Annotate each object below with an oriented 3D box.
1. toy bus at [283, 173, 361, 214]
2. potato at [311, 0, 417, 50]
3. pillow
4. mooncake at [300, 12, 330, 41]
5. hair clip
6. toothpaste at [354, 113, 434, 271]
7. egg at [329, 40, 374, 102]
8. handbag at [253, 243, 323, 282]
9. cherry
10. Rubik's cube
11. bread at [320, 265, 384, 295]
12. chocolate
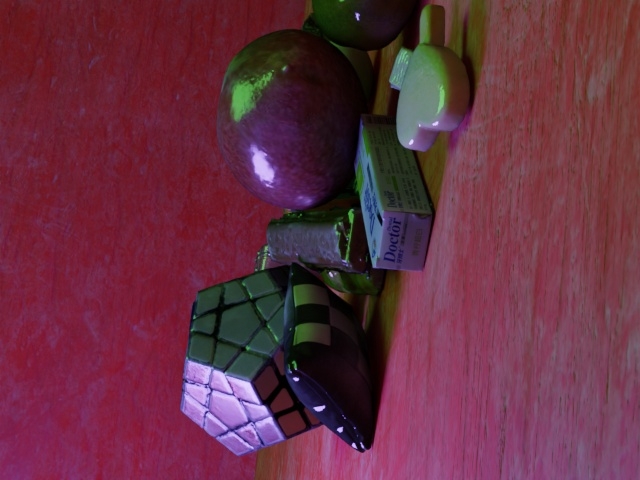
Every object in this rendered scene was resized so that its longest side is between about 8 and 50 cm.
[{"bbox_3d":[0.001,-0.058,2.032,0.329,0.143,0.153,-110,18,-75],"label":"toy bus"},{"bbox_3d":[0.064,-0.360,1.692,0.251,0.159,0.174,-128,21,-69],"label":"potato"},{"bbox_3d":[0.009,0.159,1.671,0.186,0.106,0.250,52,-161,-27],"label":"pillow"},{"bbox_3d":[0.000,-0.287,2.291,0.254,0.136,0.250,-91,13,-49],"label":"mooncake"},{"bbox_3d":[0.127,-0.185,1.345,0.218,0.071,0.159,-114,34,-71],"label":"hair clip"},{"bbox_3d":[0.089,-0.072,1.537,0.336,0.067,0.081,-95,10,-64],"label":"toothpaste"},{"bbox_3d":[0.035,-0.276,2.037,0.114,0.114,0.152,-98,19,-67],"label":"egg"},{"bbox_3d":[-0.057,0.060,2.359,0.193,0.151,0.072,114,165,-77],"label":"handbag"},{"bbox_3d":[-0.043,-0.180,1.726,0.307,0.221,0.261,66,-155,-70],"label":"cherry"},{"bbox_3d":[-0.085,0.189,1.913,0.319,0.264,0.318,-173,90,-84],"label":"Rubik's cube"},{"bbox_3d":[0.047,0.018,1.768,0.232,0.088,0.128,167,102,-78],"label":"bread"},{"bbox_3d":[-0.005,-0.004,1.710,0.329,0.065,0.102,-179,98,-69],"label":"chocolate"}]
